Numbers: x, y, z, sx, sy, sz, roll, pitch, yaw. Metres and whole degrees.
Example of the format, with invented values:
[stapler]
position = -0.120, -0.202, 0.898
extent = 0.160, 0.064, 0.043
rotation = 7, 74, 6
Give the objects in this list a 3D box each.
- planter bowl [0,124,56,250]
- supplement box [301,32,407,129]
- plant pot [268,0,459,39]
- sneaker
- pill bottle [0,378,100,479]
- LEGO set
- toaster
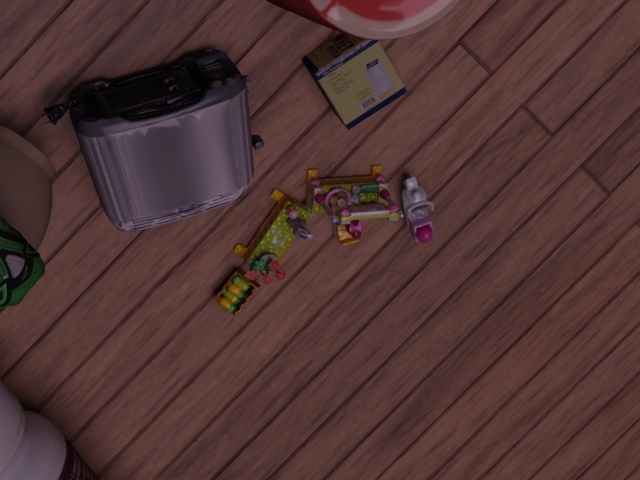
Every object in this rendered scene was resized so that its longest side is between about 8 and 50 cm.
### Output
[planter bowl]
position = -0.351, -0.058, 1.591
extent = 0.162, 0.162, 0.109
rotation = 43, 71, -30
[supplement box]
position = 0.039, -0.189, 1.699
extent = 0.083, 0.056, 0.083
rotation = -33, 121, -1
[plant pot]
position = 0.036, -0.333, 1.522
extent = 0.275, 0.243, 0.275
rotation = -8, 117, -15
[sneaker]
position = -0.402, 0.042, 1.520
extent = 0.146, 0.343, 0.134
rotation = 42, 63, -23
[pill bottle]
position = -0.352, 0.341, 1.734
extent = 0.224, 0.224, 0.392
rotation = -32, 120, -1
[LEGO set]
position = 0.000, 0.000, 1.750
extent = 0.287, 0.107, 0.132
rotation = -25, 120, -6
[toaster]
position = -0.177, -0.106, 1.629
extent = 0.227, 0.129, 0.146
rotation = -18, 121, -11
